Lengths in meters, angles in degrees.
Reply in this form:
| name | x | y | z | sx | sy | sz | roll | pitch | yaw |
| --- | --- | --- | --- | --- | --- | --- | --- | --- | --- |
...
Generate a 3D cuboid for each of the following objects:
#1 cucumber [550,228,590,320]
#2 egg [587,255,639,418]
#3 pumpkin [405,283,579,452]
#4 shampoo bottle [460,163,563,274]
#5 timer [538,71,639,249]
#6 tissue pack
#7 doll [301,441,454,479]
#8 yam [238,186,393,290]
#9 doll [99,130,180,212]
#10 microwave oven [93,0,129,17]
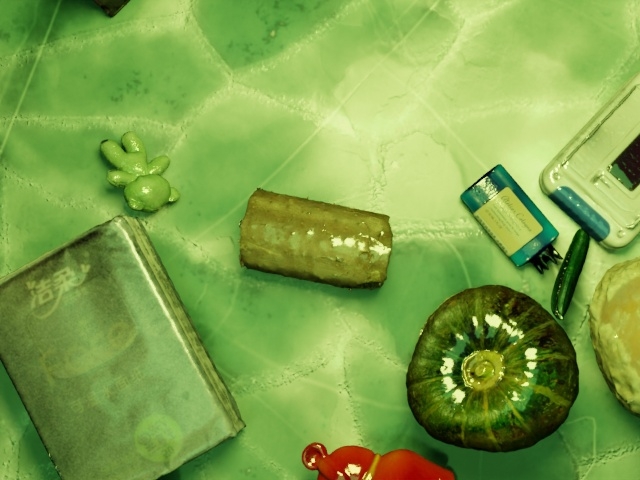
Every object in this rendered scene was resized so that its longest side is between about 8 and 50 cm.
| name | x | y | z | sx | sy | sz | roll | pitch | yaw |
| --- | --- | --- | --- | --- | --- | --- | --- | --- | --- |
| cucumber | 0.384 | 0.047 | 1.475 | 0.036 | 0.033 | 0.184 | 52 | 51 | -30 |
| egg | 0.536 | 0.150 | 1.388 | 0.310 | 0.279 | 0.279 | 39 | 90 | 2 |
| pumpkin | 0.264 | 0.203 | 1.450 | 0.260 | 0.189 | 0.260 | -7 | 71 | 22 |
| shampoo bottle | 0.309 | -0.027 | 1.516 | 0.087 | 0.050 | 0.183 | -39 | 85 | -2 |
| timer | 0.483 | -0.127 | 1.490 | 0.178 | 0.078 | 0.253 | 43 | 87 | 6 |
| tissue pack | -0.335 | 0.194 | 1.519 | 0.288 | 0.124 | 0.394 | -28 | 85 | 2 |
| doll | 0.129 | 0.416 | 1.452 | 0.363 | 0.160 | 0.182 | 31 | 91 | 6 |
| yam | 0.000 | 0.000 | 1.503 | 0.238 | 0.128 | 0.129 | 9 | 122 | 10 |
| doll | -0.301 | -0.109 | 1.568 | 0.115 | 0.077 | 0.150 | -19 | 71 | -34 |
| microwave oven | -0.337 | -0.520 | 1.533 | 0.247 | 0.178 | 0.188 | -43 | 87 | 1 |
